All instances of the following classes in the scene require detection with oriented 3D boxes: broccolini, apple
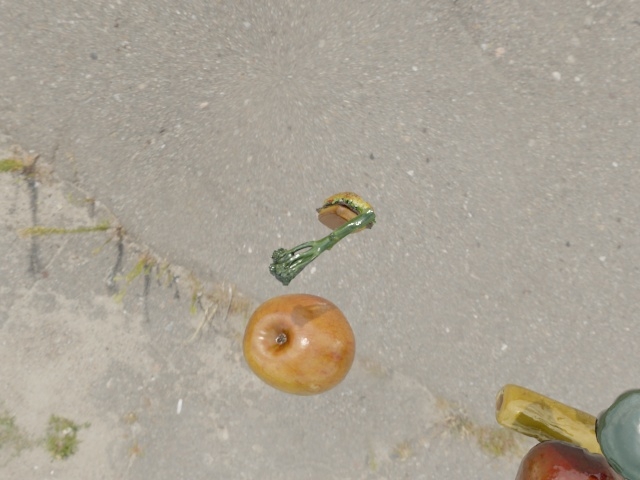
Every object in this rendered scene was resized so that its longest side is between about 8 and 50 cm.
[{"bbox_3d":[0.001,0.001,1.078,0.216,0.058,0.067,-36,111,0],"label":"broccolini"},{"bbox_3d":[-0.064,0.289,1.657,0.299,0.299,0.275,-50,144,10],"label":"apple"}]

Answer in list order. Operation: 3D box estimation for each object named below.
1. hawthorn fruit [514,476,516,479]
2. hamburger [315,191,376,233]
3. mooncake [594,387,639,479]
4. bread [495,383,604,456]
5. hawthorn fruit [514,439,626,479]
[{"bbox_3d":[0.677,0.661,1.648,0.241,0.242,0.272,23,79,-9],"label":"hawthorn fruit"},{"bbox_3d":[0.071,-0.073,1.572,0.137,0.166,0.087,35,71,-22],"label":"hamburger"},{"bbox_3d":[0.584,0.353,1.052,0.168,0.104,0.175,-13,73,25],"label":"mooncake"},{"bbox_3d":[0.632,0.493,1.611,0.305,0.142,0.091,21,132,10],"label":"bread"},{"bbox_3d":[0.537,0.603,1.287,0.254,0.254,0.300,29,72,-11],"label":"hawthorn fruit"}]
